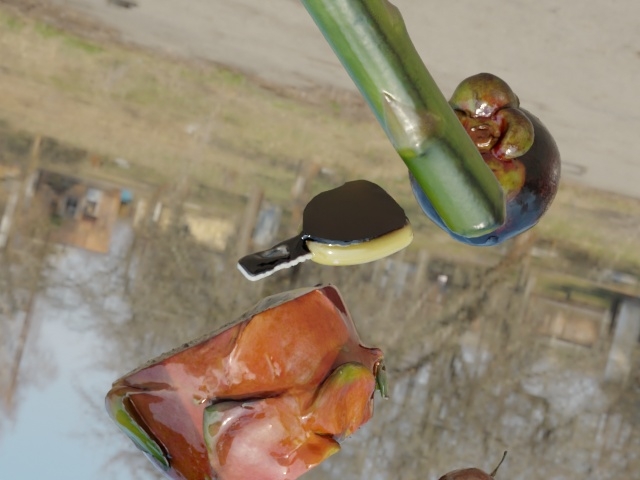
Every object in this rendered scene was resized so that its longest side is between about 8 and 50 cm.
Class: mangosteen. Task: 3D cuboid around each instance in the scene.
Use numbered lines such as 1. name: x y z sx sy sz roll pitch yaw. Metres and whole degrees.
1. mangosteen: 0.210 -0.094 1.491 0.210 0.210 0.210 15 180 0

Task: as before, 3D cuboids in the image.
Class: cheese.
1. cheese: 0.000 -0.001 1.047 0.162 0.036 0.086 -22 -128 -27

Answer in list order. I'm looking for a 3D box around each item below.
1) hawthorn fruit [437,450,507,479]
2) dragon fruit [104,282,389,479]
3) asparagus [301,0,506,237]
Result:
1. hawthorn fruit: 0.133 0.215 0.980 0.067 0.103 0.066 40 153 25
2. dragon fruit: -0.060 0.169 1.214 0.291 0.189 0.290 -28 180 0
3. asparagus: 0.065 -0.118 0.937 0.060 0.067 0.277 -6 125 50
